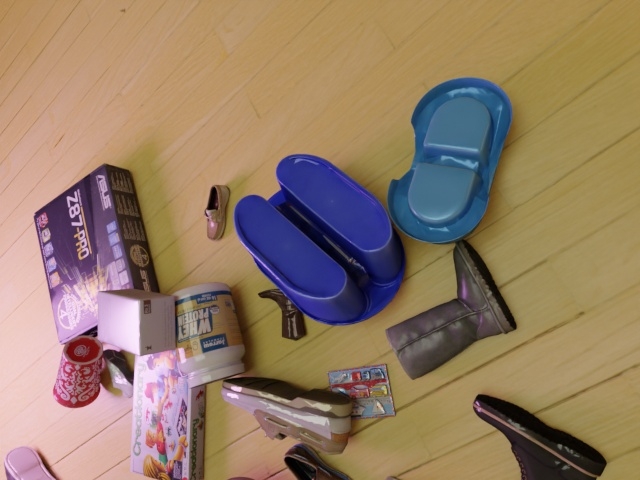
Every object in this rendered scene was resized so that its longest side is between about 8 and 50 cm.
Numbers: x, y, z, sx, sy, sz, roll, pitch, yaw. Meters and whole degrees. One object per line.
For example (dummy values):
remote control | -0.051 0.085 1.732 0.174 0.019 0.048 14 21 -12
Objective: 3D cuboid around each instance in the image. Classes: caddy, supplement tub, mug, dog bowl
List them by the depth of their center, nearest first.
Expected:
dog bowl | 0.223 -0.128 0.810 0.165 0.074 0.298 14 80 27
caddy | 0.000 0.000 0.897 0.241 0.179 0.341 -44 64 -8
supplement tub | -0.246 0.204 1.027 0.144 0.144 0.200 -25 74 25
mug | -0.624 0.320 1.218 0.150 0.113 0.169 53 132 35

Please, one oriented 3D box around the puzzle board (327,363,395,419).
puzzle board | 0.076 0.296 0.914 0.128 0.011 0.097 -16 77 28

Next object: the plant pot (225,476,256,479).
plant pot | -0.127 0.587 0.942 0.237 0.109 0.238 -4 83 30

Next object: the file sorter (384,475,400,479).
file sorter | 0.186 0.535 0.728 0.277 0.192 0.173 10 93 30

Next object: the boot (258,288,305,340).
boot | -0.084 0.159 1.006 0.106 0.037 0.114 -10 85 30

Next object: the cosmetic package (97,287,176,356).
cosmetic package | -0.403 0.170 1.026 0.231 0.085 0.118 2 93 44

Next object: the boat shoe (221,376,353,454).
boat shoe | -0.080 0.342 0.939 0.302 0.113 0.104 2 87 33

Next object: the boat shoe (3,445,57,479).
boat shoe | -0.778 0.713 1.304 0.335 0.112 0.096 33 118 33

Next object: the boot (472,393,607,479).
boot | 0.315 0.348 0.743 0.197 0.076 0.137 27 103 30

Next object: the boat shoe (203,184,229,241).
boat shoe | -0.252 -0.066 1.115 0.050 0.045 0.136 6 88 30

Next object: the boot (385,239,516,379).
boot | 0.208 0.123 0.832 0.208 0.076 0.190 -32 68 30

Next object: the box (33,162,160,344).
box | -0.608 0.041 1.275 0.318 0.097 0.395 -25 75 22

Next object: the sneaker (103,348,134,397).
sneaker | -0.524 0.344 1.221 0.152 0.053 0.061 41 107 26

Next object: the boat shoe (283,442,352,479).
boat shoe | 0.000 0.470 0.907 0.183 0.066 0.066 28 99 29

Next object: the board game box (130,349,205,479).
board game box | -0.363 0.405 1.124 0.192 0.053 0.306 -3 83 29
